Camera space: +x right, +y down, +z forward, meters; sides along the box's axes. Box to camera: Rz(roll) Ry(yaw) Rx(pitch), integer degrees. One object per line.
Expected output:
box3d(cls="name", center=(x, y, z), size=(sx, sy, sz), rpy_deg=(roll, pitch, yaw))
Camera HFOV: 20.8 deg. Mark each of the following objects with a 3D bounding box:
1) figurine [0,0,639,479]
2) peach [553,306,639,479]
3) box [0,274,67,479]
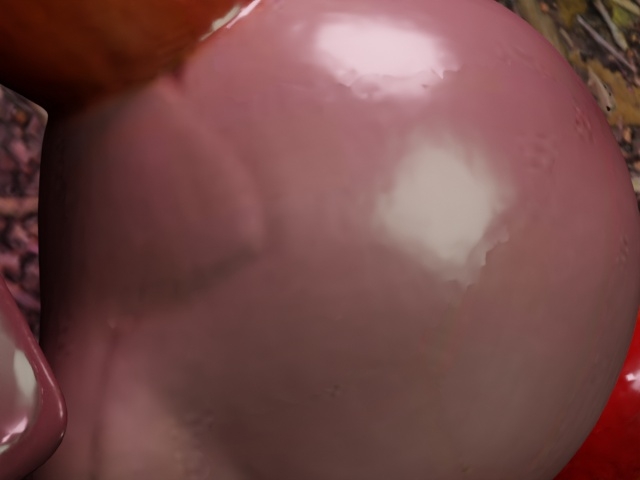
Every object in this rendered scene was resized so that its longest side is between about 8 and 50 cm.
box3d(cls="figurine", center=(0.003, -0.008, 0.621), size=(0.269, 0.211, 0.261), rpy_deg=(21, 56, -72))
box3d(cls="peach", center=(0.149, 0.110, 0.796), size=(0.190, 0.226, 0.196), rpy_deg=(18, 91, 3))
box3d(cls="box", center=(-0.224, 0.056, 0.469), size=(0.294, 0.167, 0.193), rpy_deg=(-30, 88, -45))
